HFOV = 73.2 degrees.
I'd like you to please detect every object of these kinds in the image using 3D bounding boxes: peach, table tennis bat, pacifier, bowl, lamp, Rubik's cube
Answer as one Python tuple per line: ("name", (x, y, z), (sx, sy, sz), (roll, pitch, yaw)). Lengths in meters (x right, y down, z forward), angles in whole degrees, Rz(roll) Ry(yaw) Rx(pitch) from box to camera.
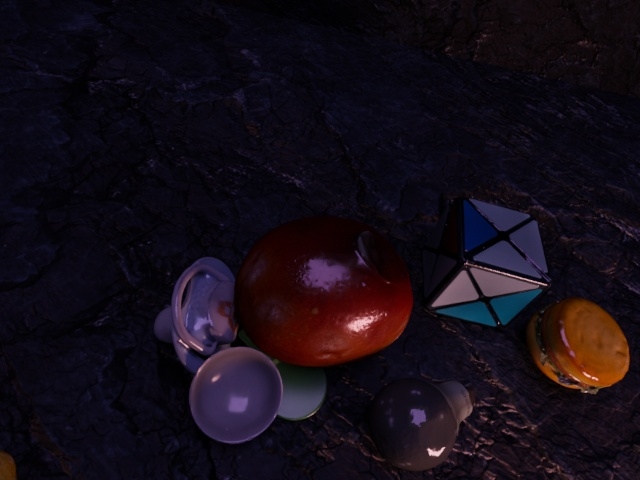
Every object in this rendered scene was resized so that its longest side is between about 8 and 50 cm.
("peach", (0.026, 0.104, 0.967), (0.407, 0.310, 0.334), (16, 51, -30))
("table tennis bat", (-0.096, 0.296, 1.000), (0.257, 0.039, 0.160), (45, 56, 13))
("pacifier", (-0.293, 0.168, 0.980), (0.208, 0.227, 0.278), (-15, 47, 24))
("bowl", (-0.181, 0.320, 0.909), (0.189, 0.086, 0.188), (4, 76, -17))
("lamp", (0.249, 0.397, 0.946), (0.314, 0.182, 0.181), (12, 48, -31))
("Rubik's cube", (0.437, 0.062, 1.184), (0.247, 0.248, 0.249), (14, 50, -3))

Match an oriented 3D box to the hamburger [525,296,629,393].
("hamburger", (0.654, 0.277, 1.126), (0.247, 0.170, 0.245), (8, 63, -16))

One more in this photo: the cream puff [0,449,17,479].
("cream puff", (-0.573, 0.470, 0.586), (0.379, 0.275, 0.377), (6, 54, -8))
